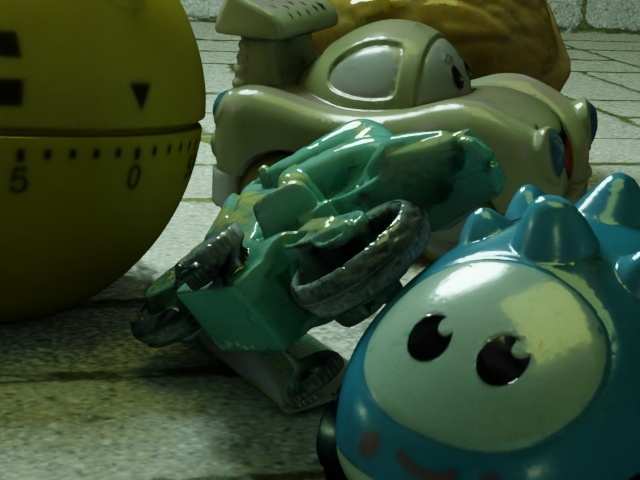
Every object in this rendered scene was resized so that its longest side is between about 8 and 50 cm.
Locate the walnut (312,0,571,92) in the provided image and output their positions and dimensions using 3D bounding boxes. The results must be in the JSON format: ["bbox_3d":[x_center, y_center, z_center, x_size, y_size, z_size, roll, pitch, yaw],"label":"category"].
[{"bbox_3d":[0.114,-0.207,1.543,0.332,0.333,0.333,3,15,-1],"label":"walnut"}]

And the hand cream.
[{"bbox_3d":[-0.042,0.069,0.931,0.076,0.047,0.174,-14,29,-36],"label":"hand cream"}]

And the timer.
[{"bbox_3d":[-0.256,-0.144,1.014,0.376,0.387,0.376,4,12,-1],"label":"timer"}]

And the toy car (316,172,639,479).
[{"bbox_3d":[0.126,0.062,0.703,0.188,0.190,0.255,17,22,40],"label":"toy car"}]

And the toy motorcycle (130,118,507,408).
[{"bbox_3d":[0.001,0.000,0.834,0.198,0.109,0.296,-43,14,-23],"label":"toy motorcycle"}]

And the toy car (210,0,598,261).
[{"bbox_3d":[0.081,-0.117,1.290,0.336,0.226,0.242,7,15,19],"label":"toy car"}]
